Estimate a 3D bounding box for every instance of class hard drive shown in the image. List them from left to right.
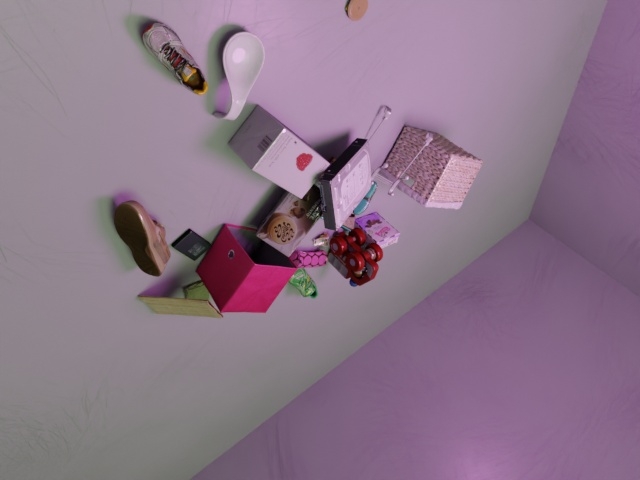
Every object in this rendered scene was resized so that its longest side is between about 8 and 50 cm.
[{"bbox_3d":[-0.496,0.018,1.651,0.094,0.022,0.135,-42,147,-1],"label":"hard drive"},{"bbox_3d":[0.108,-0.228,1.707,0.339,0.064,0.236,-50,144,-39],"label":"hard drive"}]

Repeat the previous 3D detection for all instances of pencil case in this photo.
[{"bbox_3d":[-0.055,0.088,2.129,0.210,0.095,0.098,-2,114,-47],"label":"pencil case"}]

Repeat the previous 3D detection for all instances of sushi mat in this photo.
[{"bbox_3d":[-0.548,0.262,1.678,0.151,0.317,0.019,66,30,-53],"label":"sushi mat"}]

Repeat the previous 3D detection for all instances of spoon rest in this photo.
[{"bbox_3d":[-0.249,-0.483,1.287,0.137,0.084,0.276,-7,134,-42],"label":"spoon rest"}]

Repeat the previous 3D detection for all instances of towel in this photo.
[{"bbox_3d":[-0.534,0.236,1.854,0.110,0.027,0.148,-22,141,-30],"label":"towel"}]

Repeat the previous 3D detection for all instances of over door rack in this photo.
[{"bbox_3d":[0.301,-0.374,1.848,0.240,0.108,0.324,28,112,-12],"label":"over door rack"}]

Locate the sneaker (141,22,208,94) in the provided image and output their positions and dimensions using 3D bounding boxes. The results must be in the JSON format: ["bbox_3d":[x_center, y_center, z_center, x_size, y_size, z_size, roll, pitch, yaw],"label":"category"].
[{"bbox_3d":[-0.376,-0.482,1.146,0.088,0.092,0.225,-44,146,3],"label":"sneaker"}]

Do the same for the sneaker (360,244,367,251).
[{"bbox_3d":[0.238,0.021,2.369,0.106,0.078,0.234,-11,132,-34],"label":"sneaker"}]

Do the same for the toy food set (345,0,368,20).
[{"bbox_3d":[0.121,-0.766,1.404,0.083,0.020,0.083,-48,146,10],"label":"toy food set"}]

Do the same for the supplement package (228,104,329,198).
[{"bbox_3d":[-0.139,-0.304,1.516,0.177,0.175,0.293,-50,146,10],"label":"supplement package"}]

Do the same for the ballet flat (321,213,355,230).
[{"bbox_3d":[0.072,-0.129,2.023,0.316,0.108,0.106,20,93,-59],"label":"ballet flat"}]

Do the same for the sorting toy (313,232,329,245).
[{"bbox_3d":[0.000,0.000,2.130,0.075,0.044,0.083,-20,153,-11],"label":"sorting toy"}]

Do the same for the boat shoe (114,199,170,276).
[{"bbox_3d":[-0.592,-0.020,1.448,0.340,0.122,0.110,96,14,-49],"label":"boat shoe"}]

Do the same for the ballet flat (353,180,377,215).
[{"bbox_3d":[0.218,-0.208,2.092,0.070,0.070,0.188,18,109,-53],"label":"ballet flat"}]

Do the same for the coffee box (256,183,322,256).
[{"bbox_3d":[-0.110,-0.105,1.759,0.168,0.119,0.297,36,103,-16],"label":"coffee box"}]

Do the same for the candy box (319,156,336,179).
[{"bbox_3d":[0.059,-0.270,1.873,0.109,0.053,0.186,-43,146,0],"label":"candy box"}]

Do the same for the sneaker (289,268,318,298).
[{"bbox_3d":[-0.083,0.221,2.214,0.109,0.123,0.295,-44,146,2],"label":"sneaker"}]

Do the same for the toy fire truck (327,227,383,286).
[{"bbox_3d":[0.163,0.101,2.164,0.170,0.302,0.253,-24,145,-35],"label":"toy fire truck"}]

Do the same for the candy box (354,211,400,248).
[{"bbox_3d":[0.285,-0.048,2.224,0.165,0.196,0.070,-21,141,-31],"label":"candy box"}]

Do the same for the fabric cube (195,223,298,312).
[{"bbox_3d":[-0.305,0.120,1.755,0.259,0.254,0.258,12,121,-52],"label":"fabric cube"}]

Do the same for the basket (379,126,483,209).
[{"bbox_3d":[0.532,-0.342,2.033,0.332,0.328,0.266,-2,127,-44],"label":"basket"}]
